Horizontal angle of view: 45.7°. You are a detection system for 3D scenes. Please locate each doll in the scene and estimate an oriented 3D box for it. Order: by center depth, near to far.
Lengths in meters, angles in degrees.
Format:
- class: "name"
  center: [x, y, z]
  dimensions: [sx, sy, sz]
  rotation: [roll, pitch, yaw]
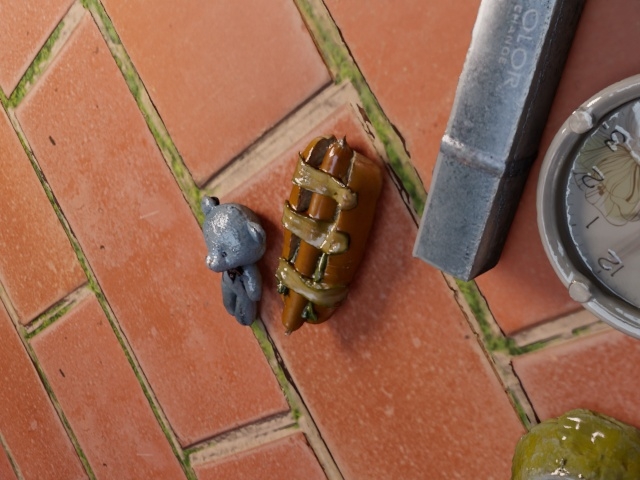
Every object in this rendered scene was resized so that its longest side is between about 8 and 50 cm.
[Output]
- class: "doll"
  center: [-0.120, 0.034, 0.991]
  dimensions: [0.120, 0.075, 0.180]
  rotation: [28, 122, 34]

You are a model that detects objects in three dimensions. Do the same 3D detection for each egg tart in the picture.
- class: "egg tart"
  center: [0.266, 0.267, 0.748]
  dimensions: [0.197, 0.078, 0.197]
  rotation: [19, 120, 36]

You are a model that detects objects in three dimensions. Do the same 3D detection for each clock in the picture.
- class: "clock"
  center: [0.297, -0.026, 0.622]
  dimensions: [0.236, 0.053, 0.237]
  rotation: [17, 118, 34]

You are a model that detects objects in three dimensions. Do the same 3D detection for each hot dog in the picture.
- class: "hot dog"
  center: [0.000, 0.000, 0.879]
  dimensions: [0.109, 0.072, 0.270]
  rotation: [34, 125, 30]

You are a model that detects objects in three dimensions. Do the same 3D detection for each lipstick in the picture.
- class: "lipstick"
  center: [0.161, -0.105, 0.693]
  dimensions: [0.077, 0.076, 0.290]
  rotation: [30, 124, 31]
